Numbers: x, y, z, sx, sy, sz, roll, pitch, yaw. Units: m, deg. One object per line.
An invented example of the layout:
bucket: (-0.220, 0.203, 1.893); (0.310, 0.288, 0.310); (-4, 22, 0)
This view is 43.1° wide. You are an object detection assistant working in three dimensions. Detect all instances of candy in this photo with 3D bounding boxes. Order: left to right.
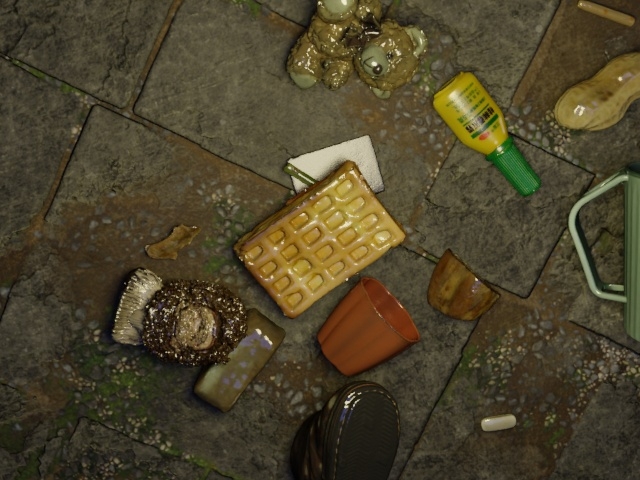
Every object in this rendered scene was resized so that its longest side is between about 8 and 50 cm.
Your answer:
candy: (-0.184, 0.268, 1.811); (0.104, 0.102, 0.234); (37, 98, -9)

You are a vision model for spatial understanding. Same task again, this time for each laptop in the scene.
laptop: (0.034, -0.145, 1.795); (0.197, 0.016, 0.135); (-16, 100, -2)

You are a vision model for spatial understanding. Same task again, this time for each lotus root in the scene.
lotus root: (0.322, 0.116, 1.821); (0.159, 0.095, 0.135); (29, 101, -2)

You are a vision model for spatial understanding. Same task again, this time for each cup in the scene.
cup: (0.771, 0.010, 1.759); (0.310, 0.401, 0.392); (-11, 108, -36)

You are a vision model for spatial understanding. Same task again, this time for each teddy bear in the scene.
teddy bear: (0.086, -0.401, 1.682); (0.256, 0.156, 0.267); (30, 137, -7)

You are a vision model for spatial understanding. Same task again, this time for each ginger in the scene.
ginger: (-0.320, 0.002, 1.786); (0.137, 0.044, 0.057); (-34, 144, 11)

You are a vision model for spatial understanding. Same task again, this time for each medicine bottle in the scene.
medicine bottle: (0.372, -0.225, 1.770); (0.111, 0.076, 0.309); (-40, 101, 5)

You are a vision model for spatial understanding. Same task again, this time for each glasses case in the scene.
glasses case: (0.421, 0.431, 1.916); (0.083, 0.021, 0.032); (-9, 101, -2)

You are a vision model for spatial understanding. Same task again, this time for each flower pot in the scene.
flower pot: (0.094, 0.199, 1.786); (0.173, 0.190, 0.190); (-40, 100, 16)

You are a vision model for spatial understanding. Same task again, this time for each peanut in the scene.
peanut: (0.636, -0.319, 1.751); (0.275, 0.111, 0.125); (-32, 105, 3)

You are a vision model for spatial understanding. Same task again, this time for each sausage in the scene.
sausage: (0.619, -0.495, 1.761); (0.132, 0.024, 0.024); (17, 99, -6)

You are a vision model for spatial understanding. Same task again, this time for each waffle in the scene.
waffle: (0.000, 0.000, 1.755); (0.328, 0.098, 0.224); (-36, 106, 8)

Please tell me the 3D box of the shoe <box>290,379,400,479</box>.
shoe: (0.047, 0.444, 1.789); (0.171, 0.237, 0.384); (0, 113, -22)

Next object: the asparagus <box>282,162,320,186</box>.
asparagus: (0.029, -0.101, 1.781); (0.248, 0.025, 0.024); (29, 52, -8)

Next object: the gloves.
gloves: (-0.299, 0.168, 1.765); (0.312, 0.135, 0.210); (20, 76, 15)
